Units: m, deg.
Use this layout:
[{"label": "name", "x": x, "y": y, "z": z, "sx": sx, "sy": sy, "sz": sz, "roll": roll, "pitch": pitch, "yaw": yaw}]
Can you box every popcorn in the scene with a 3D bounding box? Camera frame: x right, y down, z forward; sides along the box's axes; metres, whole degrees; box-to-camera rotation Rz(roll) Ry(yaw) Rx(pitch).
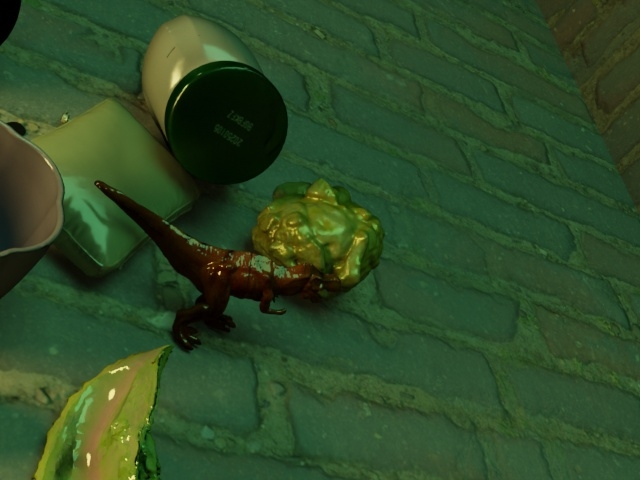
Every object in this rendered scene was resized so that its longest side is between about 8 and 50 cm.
[{"label": "popcorn", "x": 0.000, "y": 0.000, "z": 1.764, "sx": 0.256, "sy": 0.195, "sz": 0.255, "roll": -2, "pitch": 45, "yaw": -20}]

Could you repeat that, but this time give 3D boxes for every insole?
[{"label": "insole", "x": -0.559, "y": -0.183, "z": 1.598, "sx": 0.045, "sy": 0.002, "sz": 0.135, "roll": 52, "pitch": 37, "yaw": 13}]

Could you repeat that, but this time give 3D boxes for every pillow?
[{"label": "pillow", "x": -0.361, "y": -0.095, "z": 1.582, "sx": 0.255, "sy": 0.120, "sz": 0.322, "roll": 46, "pitch": 37, "yaw": -4}]

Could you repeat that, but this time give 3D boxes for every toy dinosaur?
[{"label": "toy dinosaur", "x": -0.184, "y": 0.068, "z": 1.524, "sx": 0.432, "sy": 0.208, "sz": 0.097, "roll": 17, "pitch": 24, "yaw": -18}]

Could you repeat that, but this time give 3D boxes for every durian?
[{"label": "durian", "x": -0.273, "y": 0.291, "z": 1.219, "sx": 0.157, "sy": 0.169, "sz": 0.356, "roll": 22, "pitch": 35, "yaw": -24}]

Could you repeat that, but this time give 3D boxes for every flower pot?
[{"label": "flower pot", "x": -0.503, "y": -0.006, "z": 1.261, "sx": 0.265, "sy": 0.243, "sz": 0.265, "roll": 24, "pitch": 37, "yaw": -20}]

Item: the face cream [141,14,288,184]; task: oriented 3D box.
[{"label": "face cream", "x": -0.201, "y": -0.256, "z": 1.737, "sx": 0.313, "sy": 0.219, "sz": 0.357, "roll": 69, "pitch": -8, "yaw": -27}]

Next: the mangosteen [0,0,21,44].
[{"label": "mangosteen", "x": -0.625, "y": -0.426, "z": 1.556, "sx": 0.297, "sy": 0.297, "sz": 0.313, "roll": 50, "pitch": 26, "yaw": 12}]

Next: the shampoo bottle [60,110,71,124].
[{"label": "shampoo bottle", "x": -0.408, "y": -0.191, "z": 1.720, "sx": 0.141, "sy": 0.034, "sz": 0.049, "roll": 28, "pitch": 50, "yaw": -16}]
